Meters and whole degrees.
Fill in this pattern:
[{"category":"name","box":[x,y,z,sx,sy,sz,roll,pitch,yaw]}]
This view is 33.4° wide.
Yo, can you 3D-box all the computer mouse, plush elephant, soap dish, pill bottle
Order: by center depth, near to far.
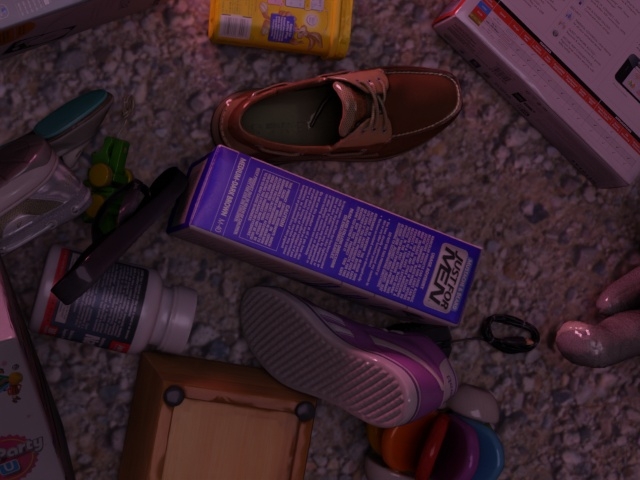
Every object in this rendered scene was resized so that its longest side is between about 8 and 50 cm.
[{"category":"pill bottle","box":[-0.243,0.076,1.256,0.180,0.108,0.108,15,85,-14]},{"category":"soap dish","box":[-0.125,0.293,1.281,0.229,0.118,0.291,11,85,-15]},{"category":"plush elephant","box":[0.505,0.028,1.391,0.330,0.272,0.255,-15,109,-43]},{"category":"computer mouse","box":[0.183,0.136,1.408,0.242,0.041,0.071,-5,90,-16]}]

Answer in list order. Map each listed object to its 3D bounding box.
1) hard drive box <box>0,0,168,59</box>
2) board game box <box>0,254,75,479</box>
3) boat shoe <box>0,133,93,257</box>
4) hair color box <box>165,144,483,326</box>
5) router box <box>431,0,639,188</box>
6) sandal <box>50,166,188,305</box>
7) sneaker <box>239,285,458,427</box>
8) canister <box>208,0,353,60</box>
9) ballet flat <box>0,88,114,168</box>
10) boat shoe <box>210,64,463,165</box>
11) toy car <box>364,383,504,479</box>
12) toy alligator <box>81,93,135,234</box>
[{"category":"hard drive box","box":[-0.283,-0.295,1.212,0.232,0.181,0.089,-23,96,-14]},{"category":"board game box","box":[-0.333,0.170,1.110,0.097,0.224,0.303,-17,124,-14]},{"category":"boat shoe","box":[-0.406,0.010,1.188,0.320,0.118,0.103,-37,124,4]},{"category":"hair color box","box":[0.000,0.000,1.284,0.339,0.185,0.110,22,82,-15]},{"category":"router box","box":[0.371,-0.290,1.443,0.335,0.082,0.301,42,79,-11]},{"category":"sandal","box":[-0.225,-0.024,1.206,0.054,0.097,0.254,47,34,-10]},{"category":"sneaker","box":[0.038,0.135,1.309,0.161,0.282,0.102,-10,124,-51]},{"category":"canister","box":[-0.050,-0.297,1.333,0.170,0.073,0.126,5,88,-14]},{"category":"ballet flat","box":[-0.330,-0.103,1.265,0.213,0.072,0.068,-33,125,-13]},{"category":"boat shoe","box":[0.030,-0.153,1.328,0.324,0.120,0.122,-13,93,-15]},{"category":"toy car","box":[0.151,0.259,1.342,0.182,0.136,0.159,18,92,-15]},{"category":"toy alligator","box":[-0.259,-0.083,1.286,0.051,0.056,0.190,6,87,25]}]
